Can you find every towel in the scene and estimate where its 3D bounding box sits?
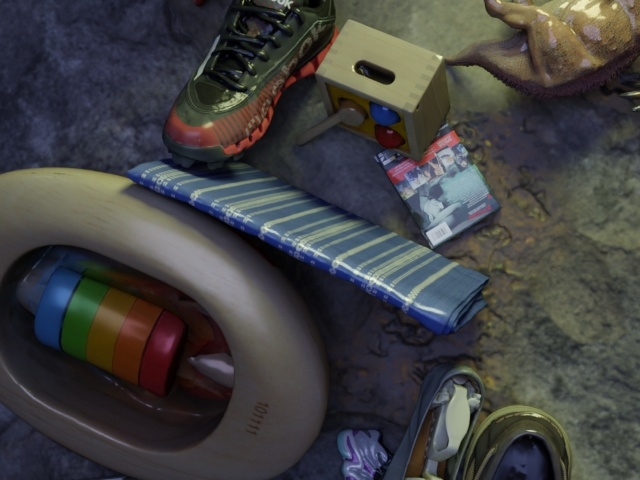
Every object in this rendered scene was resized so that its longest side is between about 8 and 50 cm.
[{"bbox_3d":[0.000,0.000,1.253,0.336,0.243,0.040,25,102,12],"label":"towel"}]

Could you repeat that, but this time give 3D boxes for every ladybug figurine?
[{"bbox_3d":[-0.188,0.073,1.286,0.449,0.162,0.305,27,116,8],"label":"ladybug figurine"}]

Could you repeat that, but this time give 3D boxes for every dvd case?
[{"bbox_3d":[0.124,-0.063,1.351,0.087,0.013,0.119,-32,78,4],"label":"dvd case"}]

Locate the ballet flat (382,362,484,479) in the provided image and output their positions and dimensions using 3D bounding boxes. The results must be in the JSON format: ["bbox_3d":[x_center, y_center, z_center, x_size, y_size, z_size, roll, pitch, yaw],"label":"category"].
[{"bbox_3d":[0.109,0.223,1.277,0.072,0.068,0.213,22,79,-18],"label":"ballet flat"}]

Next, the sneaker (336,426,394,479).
[{"bbox_3d":[0.057,0.240,1.315,0.069,0.038,0.098,-10,82,9],"label":"sneaker"}]

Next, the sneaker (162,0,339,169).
[{"bbox_3d":[-0.069,-0.185,1.275,0.097,0.135,0.276,26,50,18],"label":"sneaker"}]

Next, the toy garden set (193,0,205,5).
[{"bbox_3d":[-0.101,-0.397,1.408,0.204,0.049,0.244,-31,80,5],"label":"toy garden set"}]

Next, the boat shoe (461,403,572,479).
[{"bbox_3d":[0.166,0.336,1.239,0.132,0.130,0.355,6,84,10],"label":"boat shoe"}]

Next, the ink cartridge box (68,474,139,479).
[{"bbox_3d":[-0.286,0.334,1.332,0.219,0.092,0.160,-7,83,8],"label":"ink cartridge box"}]

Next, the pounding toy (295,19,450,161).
[{"bbox_3d":[0.047,-0.143,1.319,0.141,0.130,0.100,25,73,18],"label":"pounding toy"}]

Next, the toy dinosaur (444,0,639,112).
[{"bbox_3d":[0.275,-0.197,1.292,0.295,0.127,0.200,-21,88,12],"label":"toy dinosaur"}]
